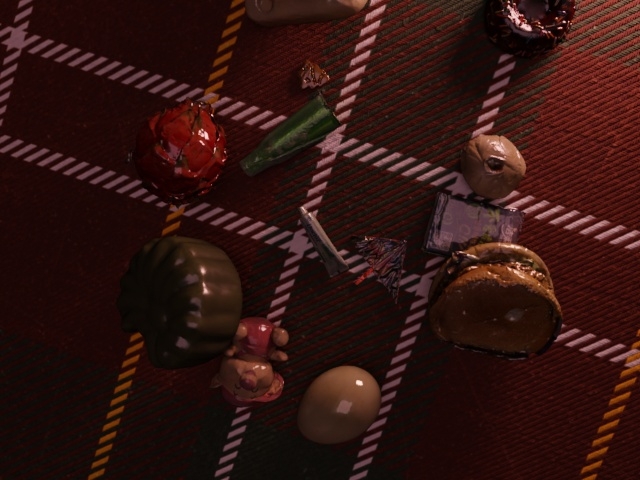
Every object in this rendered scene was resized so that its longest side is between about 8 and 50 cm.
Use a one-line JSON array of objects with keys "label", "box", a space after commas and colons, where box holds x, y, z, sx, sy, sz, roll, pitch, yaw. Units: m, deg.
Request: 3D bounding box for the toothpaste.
[{"label": "toothpaste", "box": [0.000, 0.000, 1.545, 0.064, 0.041, 0.218, -29, 94, 19]}]

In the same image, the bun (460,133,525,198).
[{"label": "bun", "box": [0.449, -0.194, 1.447, 0.173, 0.113, 0.166, 28, 96, 0]}]

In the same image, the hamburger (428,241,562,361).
[{"label": "hamburger", "box": [0.441, 0.150, 1.392, 0.318, 0.195, 0.276, 17, 121, 5]}]

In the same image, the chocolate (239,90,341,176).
[{"label": "chocolate", "box": [-0.089, -0.272, 1.503, 0.291, 0.110, 0.110, -33, 91, 10]}]

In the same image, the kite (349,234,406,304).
[{"label": "kite", "box": [0.170, 0.066, 1.547, 0.189, 0.009, 0.232, -38, 90, 7]}]

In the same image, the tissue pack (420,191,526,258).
[{"label": "tissue pack", "box": [0.405, -0.023, 1.485, 0.236, 0.073, 0.173, 13, 98, 4]}]

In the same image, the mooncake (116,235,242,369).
[{"label": "mooncake", "box": [-0.375, 0.156, 1.461, 0.352, 0.187, 0.350, -8, 76, 36]}]

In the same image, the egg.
[{"label": "egg", "box": [0.047, 0.448, 1.499, 0.254, 0.188, 0.188, -40, 90, 13]}]

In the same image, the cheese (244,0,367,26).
[{"label": "cheese", "box": [-0.014, -0.718, 1.412, 0.329, 0.130, 0.350, 15, 97, 23]}]

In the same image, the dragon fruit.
[{"label": "dragon fruit", "box": [-0.368, -0.238, 1.464, 0.245, 0.244, 0.298, 12, 78, 4]}]

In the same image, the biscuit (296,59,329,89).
[{"label": "biscuit", "box": [-0.020, -0.447, 1.521, 0.092, 0.016, 0.082, 15, 95, 6]}]

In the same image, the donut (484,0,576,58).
[{"label": "donut", "box": [0.542, -0.591, 1.421, 0.235, 0.089, 0.234, 0, 93, 5]}]

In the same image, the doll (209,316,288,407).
[{"label": "doll", "box": [-0.191, 0.343, 1.534, 0.196, 0.152, 0.255, 17, 101, 17]}]
